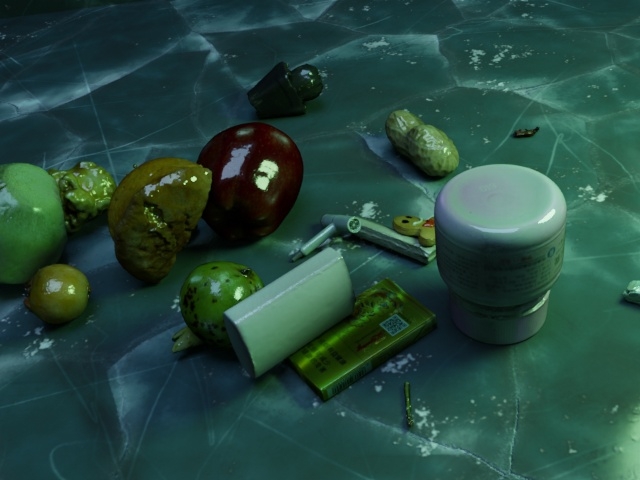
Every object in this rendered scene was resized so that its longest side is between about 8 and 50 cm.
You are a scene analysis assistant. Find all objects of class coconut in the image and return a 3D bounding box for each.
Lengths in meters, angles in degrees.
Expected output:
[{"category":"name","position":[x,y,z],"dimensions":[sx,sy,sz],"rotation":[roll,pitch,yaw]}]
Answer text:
[{"category":"coconut","position":[-0.819,-0.034,1.832],"dimensions":[0.329,0.328,0.281],"rotation":[14,17,28]}]

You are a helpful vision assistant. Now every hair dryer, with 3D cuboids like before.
[{"category":"hair dryer","position":[0.002,0.002,1.765],"dimensions":[0.183,0.044,0.155],"rotation":[-44,20,-17]}]

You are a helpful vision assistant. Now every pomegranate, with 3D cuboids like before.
[{"category":"pomegranate","position":[-0.229,0.158,1.557],"dimensions":[0.263,0.211,0.211],"rotation":[-49,35,20]}]

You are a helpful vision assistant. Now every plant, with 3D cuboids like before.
[{"category":"plant","position":[-0.115,-0.505,2.340],"dimensions":[0.256,0.164,0.141],"rotation":[-19,38,8]}]

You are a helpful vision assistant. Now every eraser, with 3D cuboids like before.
[{"category":"eraser","position":[-0.059,0.151,1.450],"dimensions":[0.270,0.174,0.095],"rotation":[-33,42,-23]}]

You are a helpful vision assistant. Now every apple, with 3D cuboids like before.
[{"category":"apple","position":[-0.196,-0.161,1.855],"dimensions":[0.288,0.288,0.316],"rotation":[2,51,16]}]

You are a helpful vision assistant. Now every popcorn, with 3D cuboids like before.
[{"category":"popcorn","position":[-0.707,-0.117,2.013],"dimensions":[0.226,0.200,0.203],"rotation":[5,61,-29]}]

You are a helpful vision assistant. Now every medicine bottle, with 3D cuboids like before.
[{"category":"medicine bottle","position":[0.369,0.034,1.441],"dimensions":[0.256,0.324,0.256],"rotation":[-7,38,6]}]

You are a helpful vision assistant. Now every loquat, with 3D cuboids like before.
[{"category":"loquat","position":[-0.642,0.131,1.705],"dimensions":[0.163,0.137,0.163],"rotation":[2,66,-5]}]

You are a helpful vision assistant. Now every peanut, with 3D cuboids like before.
[{"category":"peanut","position":[0.282,-0.286,1.997],"dimensions":[0.120,0.136,0.298],"rotation":[-27,41,-14]}]

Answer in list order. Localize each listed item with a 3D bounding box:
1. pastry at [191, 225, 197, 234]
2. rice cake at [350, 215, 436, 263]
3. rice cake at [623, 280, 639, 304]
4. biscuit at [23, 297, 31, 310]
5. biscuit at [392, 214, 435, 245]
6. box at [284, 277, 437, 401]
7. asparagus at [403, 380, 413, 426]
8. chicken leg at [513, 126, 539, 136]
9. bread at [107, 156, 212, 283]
[{"category":"pastry","position":[-0.395,-0.020,1.899],"dimensions":[0.140,0.056,0.080],"rotation":[-37,38,-20]},{"category":"rice cake","position":[0.177,-0.005,1.747],"dimensions":[0.256,0.052,0.057],"rotation":[22,47,34]},{"category":"rice cake","position":[0.760,0.140,1.443],"dimensions":[0.245,0.042,0.045],"rotation":[20,45,33]},{"category":"biscuit","position":[-0.702,0.140,1.802],"dimensions":[0.130,0.019,0.102],"rotation":[-27,42,-20]},{"category":"biscuit","position":[0.295,-0.027,1.716],"dimensions":[0.240,0.035,0.158],"rotation":[13,26,16]},{"category":"box","position":[0.082,0.208,1.519],"dimensions":[0.311,0.043,0.173],"rotation":[-30,43,-21]},{"category":"asparagus","position":[0.174,0.326,1.377],"dimensions":[0.014,0.015,0.114],"rotation":[-5,39,5]},{"category":"chicken leg","position":[0.609,-0.317,2.047],"dimensions":[0.083,0.021,0.036],"rotation":[-11,30,-1]},{"category":"bread","position":[-0.424,-0.069,1.725],"dimensions":[0.179,0.340,0.194],"rotation":[16,24,-40]}]
